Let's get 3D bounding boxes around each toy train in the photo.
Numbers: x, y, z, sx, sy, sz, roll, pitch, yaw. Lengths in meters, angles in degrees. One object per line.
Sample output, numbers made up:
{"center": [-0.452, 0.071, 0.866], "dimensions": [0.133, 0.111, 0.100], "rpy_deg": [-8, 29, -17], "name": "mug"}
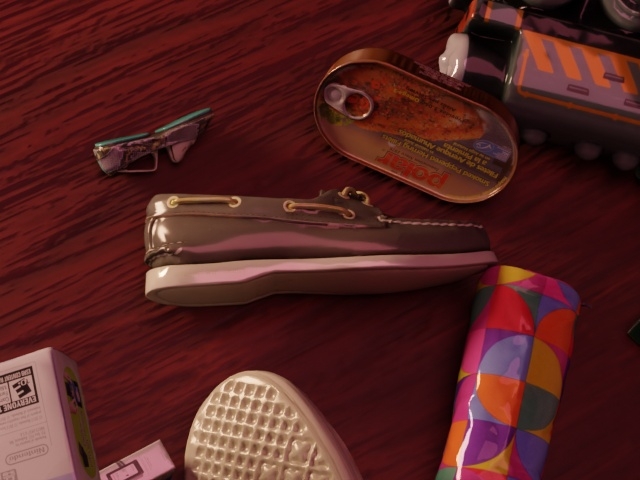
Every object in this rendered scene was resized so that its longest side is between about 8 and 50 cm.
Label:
{"center": [0.269, -0.160, 1.625], "dimensions": [0.334, 0.142, 0.190], "rpy_deg": [14, 77, -5], "name": "toy train"}

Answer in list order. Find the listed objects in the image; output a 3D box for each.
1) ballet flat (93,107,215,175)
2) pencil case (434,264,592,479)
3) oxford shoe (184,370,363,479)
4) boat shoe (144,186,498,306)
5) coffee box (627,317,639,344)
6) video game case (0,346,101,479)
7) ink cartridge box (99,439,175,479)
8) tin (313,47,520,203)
{"center": [-0.143, -0.083, 1.568], "dimensions": [0.114, 0.041, 0.041], "rpy_deg": [-20, 74, -17], "name": "ballet flat"}
{"center": [0.157, 0.137, 1.501], "dimensions": [0.104, 0.104, 0.236], "rpy_deg": [18, 67, -3], "name": "pencil case"}
{"center": [0.028, 0.307, 1.403], "dimensions": [0.169, 0.130, 0.449], "rpy_deg": [-40, 67, 23], "name": "oxford shoe"}
{"center": [0.001, -0.001, 1.520], "dimensions": [0.305, 0.109, 0.091], "rpy_deg": [-3, 74, -8], "name": "boat shoe"}
{"center": [0.379, 0.104, 1.588], "dimensions": [0.184, 0.040, 0.113], "rpy_deg": [42, 67, 7], "name": "coffee box"}
{"center": [-0.292, 0.237, 1.343], "dimensions": [0.270, 0.061, 0.244], "rpy_deg": [-18, 70, 9], "name": "video game case"}
{"center": [-0.162, 0.198, 1.443], "dimensions": [0.083, 0.048, 0.028], "rpy_deg": [-26, 76, -18], "name": "ink cartridge box"}
{"center": [0.087, -0.102, 1.581], "dimensions": [0.190, 0.106, 0.040], "rpy_deg": [24, 31, -2], "name": "tin"}
